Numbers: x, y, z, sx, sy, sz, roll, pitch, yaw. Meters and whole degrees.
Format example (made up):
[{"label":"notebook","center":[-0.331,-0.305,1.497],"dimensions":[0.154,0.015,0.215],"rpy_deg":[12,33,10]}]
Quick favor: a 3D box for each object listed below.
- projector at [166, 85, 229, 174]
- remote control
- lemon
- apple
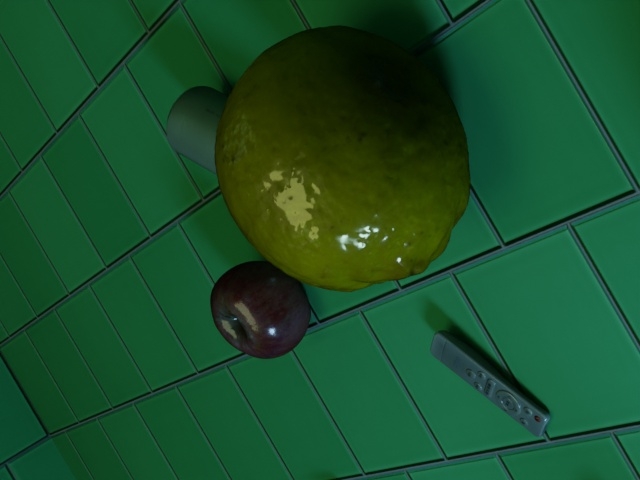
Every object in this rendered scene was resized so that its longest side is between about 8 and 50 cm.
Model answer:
[{"label":"projector","center":[-0.068,-0.104,1.861],"dimensions":[0.337,0.108,0.108],"rpy_deg":[30,140,40]},{"label":"remote control","center":[0.217,0.178,1.772],"dimensions":[0.184,0.027,0.050],"rpy_deg":[39,146,24]},{"label":"lemon","center":[0.024,-0.090,1.566],"dimensions":[0.297,0.297,0.297],"rpy_deg":[37,144,34]},{"label":"apple","center":[-0.086,0.100,2.062],"dimensions":[0.153,0.120,0.153],"rpy_deg":[32,142,29]}]
